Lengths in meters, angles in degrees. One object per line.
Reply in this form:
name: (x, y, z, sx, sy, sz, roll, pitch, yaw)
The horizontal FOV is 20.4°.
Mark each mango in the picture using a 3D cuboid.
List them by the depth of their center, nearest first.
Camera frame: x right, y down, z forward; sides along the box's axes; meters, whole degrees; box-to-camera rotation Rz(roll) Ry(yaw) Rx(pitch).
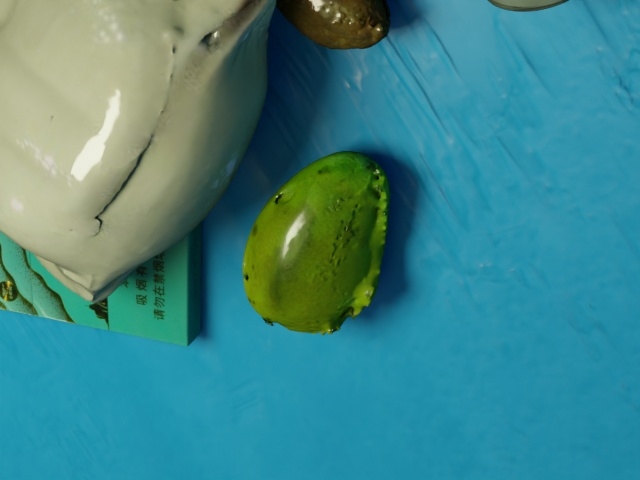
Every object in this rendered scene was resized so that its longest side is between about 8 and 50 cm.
mango: (-0.001, -0.001, 1.564, 0.119, 0.100, 0.178, 13, 116, -28)

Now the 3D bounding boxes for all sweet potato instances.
sweet potato: (-0.049, -0.257, 1.486, 0.273, 0.075, 0.075, 44, 120, 2)

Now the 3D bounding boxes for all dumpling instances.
dumpling: (-0.202, -0.143, 1.497, 0.315, 0.233, 0.395, 37, 123, 2)

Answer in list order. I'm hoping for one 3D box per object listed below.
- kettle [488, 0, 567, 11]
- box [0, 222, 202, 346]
kettle: (0.145, -0.255, 1.370, 0.126, 0.098, 0.148, -23, 129, -10)
box: (-0.221, 0.004, 1.681, 0.226, 0.042, 0.161, 11, 114, 16)
